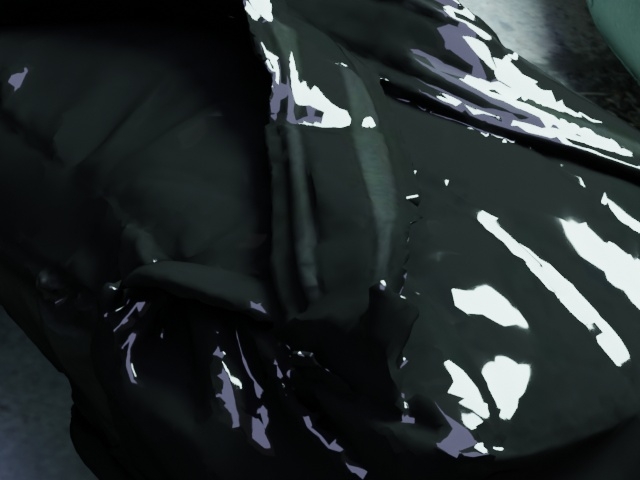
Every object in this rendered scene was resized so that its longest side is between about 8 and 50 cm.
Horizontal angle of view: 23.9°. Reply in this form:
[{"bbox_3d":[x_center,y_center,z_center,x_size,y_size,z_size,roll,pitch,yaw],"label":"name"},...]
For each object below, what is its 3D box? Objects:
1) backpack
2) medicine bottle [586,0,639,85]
[{"bbox_3d":[0.000,0.000,0.744,0.445,0.255,0.363,35,35,29],"label":"backpack"},{"bbox_3d":[0.309,-0.223,1.143,0.245,0.245,0.290,-3,38,-22],"label":"medicine bottle"}]
